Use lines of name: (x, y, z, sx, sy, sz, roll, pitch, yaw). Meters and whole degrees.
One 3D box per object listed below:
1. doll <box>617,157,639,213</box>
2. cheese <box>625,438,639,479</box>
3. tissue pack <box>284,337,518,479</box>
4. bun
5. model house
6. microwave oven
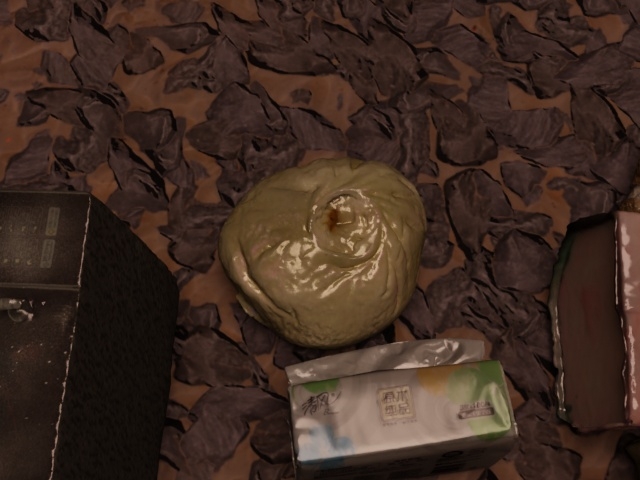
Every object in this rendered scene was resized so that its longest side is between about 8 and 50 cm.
doll: (0.429, -0.074, 1.419, 0.105, 0.115, 0.221, 22, 63, 17)
cheese: (0.425, 0.301, 1.281, 0.176, 0.091, 0.202, 1, 69, 0)
tissue pack: (0.078, 0.178, 1.279, 0.230, 0.159, 0.145, -7, 69, -4)
bun: (0.000, 0.000, 1.351, 0.244, 0.153, 0.243, 0, 65, 0)
model house: (0.396, 0.091, 1.297, 0.238, 0.202, 0.236, 1, 77, -8)
microwave oven: (-0.307, 0.203, 1.150, 0.237, 0.374, 0.431, 2, 73, 9)
